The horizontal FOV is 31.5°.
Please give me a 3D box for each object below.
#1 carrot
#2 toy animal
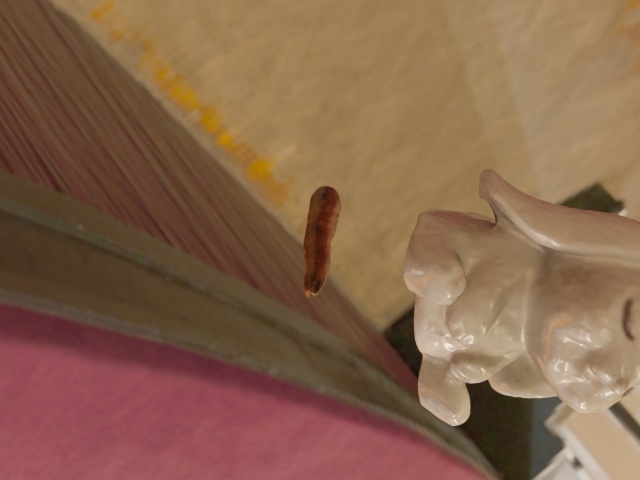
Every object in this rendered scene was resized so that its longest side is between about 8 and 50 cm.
[{"bbox_3d":[-0.002,-0.001,1.188,0.165,0.035,0.036,-79,-164,-48],"label":"carrot"},{"bbox_3d":[0.231,0.059,1.095,0.206,0.264,0.272,-65,151,-47],"label":"toy animal"}]
